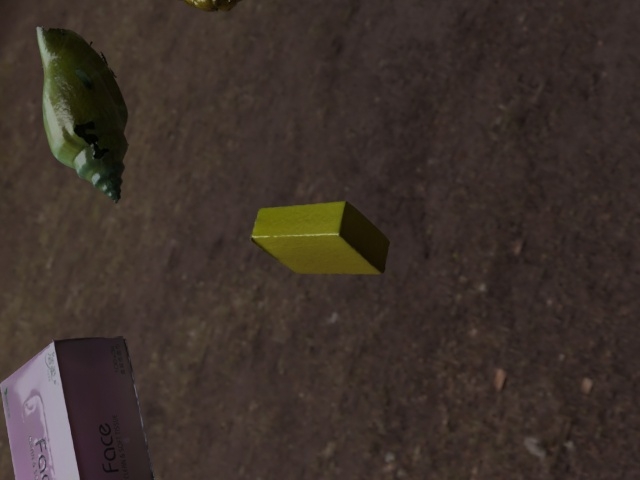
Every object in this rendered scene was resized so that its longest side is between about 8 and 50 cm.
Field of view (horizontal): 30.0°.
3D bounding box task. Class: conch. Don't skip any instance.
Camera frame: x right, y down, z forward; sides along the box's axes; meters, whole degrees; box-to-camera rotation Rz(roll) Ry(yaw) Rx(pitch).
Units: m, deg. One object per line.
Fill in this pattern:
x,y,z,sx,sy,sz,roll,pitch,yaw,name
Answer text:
-0.258,-0.136,1.318,0.080,0.095,0.200,-11,83,47,conch

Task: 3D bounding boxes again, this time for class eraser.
0.000,0.000,1.314,0.122,0.097,0.045,-3,62,35,eraser

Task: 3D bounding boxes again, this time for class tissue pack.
-0.253,0.242,1.258,0.148,0.093,0.246,-36,63,45,tissue pack

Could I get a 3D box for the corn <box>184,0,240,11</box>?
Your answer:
-0.112,-0.280,1.083,0.119,0.119,0.322,-60,25,17,corn
